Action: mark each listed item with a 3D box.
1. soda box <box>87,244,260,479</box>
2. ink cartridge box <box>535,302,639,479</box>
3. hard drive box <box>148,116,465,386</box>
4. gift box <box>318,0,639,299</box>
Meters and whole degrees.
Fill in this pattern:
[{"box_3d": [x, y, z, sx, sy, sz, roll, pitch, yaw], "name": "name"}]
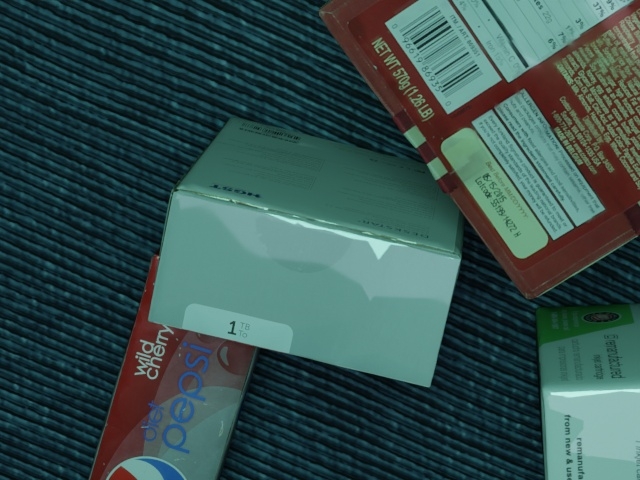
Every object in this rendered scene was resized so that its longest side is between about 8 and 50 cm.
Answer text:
[{"box_3d": [-0.107, 0.131, 1.369, 0.092, 0.083, 0.263, 18, 105, 0], "name": "soda box"}, {"box_3d": [0.291, 0.117, 1.261, 0.289, 0.211, 0.122, -3, 102, 6], "name": "ink cartridge box"}, {"box_3d": [0.000, 0.000, 1.249, 0.181, 0.232, 0.089, 13, 105, 3], "name": "hard drive box"}, {"box_3d": [0.148, -0.141, 1.187, 0.276, 0.258, 0.255, -28, 100, 21], "name": "gift box"}]
